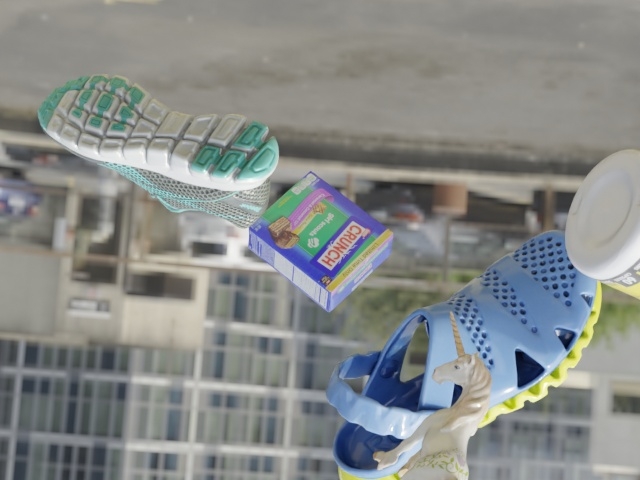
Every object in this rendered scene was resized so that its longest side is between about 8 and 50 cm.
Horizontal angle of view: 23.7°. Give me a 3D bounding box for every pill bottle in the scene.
[{"bbox_3d":[0.181,0.006,0.736,0.116,0.065,0.065,22,166,-24],"label":"pill bottle"}]

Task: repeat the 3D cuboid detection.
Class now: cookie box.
[{"bbox_3d":[0.000,0.000,1.451,0.107,0.092,0.040,38,154,19],"label":"cookie box"}]

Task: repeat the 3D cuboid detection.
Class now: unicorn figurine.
[{"bbox_3d":[0.086,0.152,1.148,0.111,0.162,0.060,-38,124,27],"label":"unicorn figurine"}]

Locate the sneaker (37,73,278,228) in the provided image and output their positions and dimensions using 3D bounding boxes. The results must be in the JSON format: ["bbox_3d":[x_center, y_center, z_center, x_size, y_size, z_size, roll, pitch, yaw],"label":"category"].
[{"bbox_3d":[-0.104,-0.050,0.963,0.166,0.065,0.076,21,146,19],"label":"sneaker"}]

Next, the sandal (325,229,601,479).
[{"bbox_3d":[0.124,0.103,1.385,0.126,0.317,0.138,39,170,46],"label":"sandal"}]
